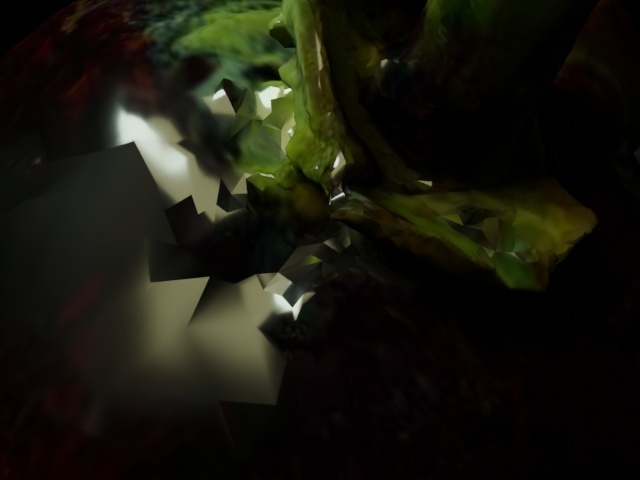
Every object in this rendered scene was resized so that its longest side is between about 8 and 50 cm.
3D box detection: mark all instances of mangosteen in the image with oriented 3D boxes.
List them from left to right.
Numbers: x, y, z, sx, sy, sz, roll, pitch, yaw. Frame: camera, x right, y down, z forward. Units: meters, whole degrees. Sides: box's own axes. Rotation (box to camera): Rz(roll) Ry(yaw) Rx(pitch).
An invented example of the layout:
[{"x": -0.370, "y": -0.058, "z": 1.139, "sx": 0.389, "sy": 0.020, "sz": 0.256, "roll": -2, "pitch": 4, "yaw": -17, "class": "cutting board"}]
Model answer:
[{"x": 0.000, "y": 0.000, "z": 0.529, "sx": 0.231, "sy": 0.289, "sz": 0.231, "roll": 7, "pitch": 52, "yaw": -9, "class": "mangosteen"}]
